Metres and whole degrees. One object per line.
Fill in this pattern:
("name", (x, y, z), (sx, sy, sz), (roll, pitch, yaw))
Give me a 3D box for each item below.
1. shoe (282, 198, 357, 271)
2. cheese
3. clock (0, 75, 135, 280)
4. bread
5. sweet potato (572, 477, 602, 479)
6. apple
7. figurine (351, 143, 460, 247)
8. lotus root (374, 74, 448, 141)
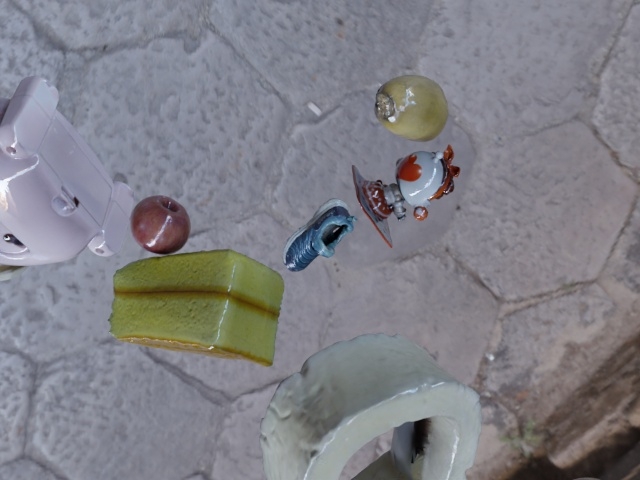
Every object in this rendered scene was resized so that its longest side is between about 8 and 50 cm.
("shoe", (0.000, 0.000, 1.160), (0.143, 0.071, 0.064), (-45, 132, 5))
("cheese", (0.075, 0.314, 1.035), (0.292, 0.153, 0.332), (-11, 120, -25))
("clock", (-0.514, -0.080, 1.145), (0.325, 0.184, 0.342), (-9, 131, 18))
("bread", (-0.308, 0.158, 1.727), (0.361, 0.233, 0.245), (-1, 161, 30))
("sweet potato", (0.235, 0.243, 0.622), (0.075, 0.075, 0.269), (-36, 157, 8))
("apple", (-0.392, -0.042, 1.760), (0.153, 0.153, 0.120), (27, 119, -23))
("figurine", (0.209, -0.132, 1.622), (0.226, 0.183, 0.160), (-29, 122, 16))
("lotus root", (0.215, -0.300, 1.624), (0.130, 0.303, 0.146), (14, 99, 26))
